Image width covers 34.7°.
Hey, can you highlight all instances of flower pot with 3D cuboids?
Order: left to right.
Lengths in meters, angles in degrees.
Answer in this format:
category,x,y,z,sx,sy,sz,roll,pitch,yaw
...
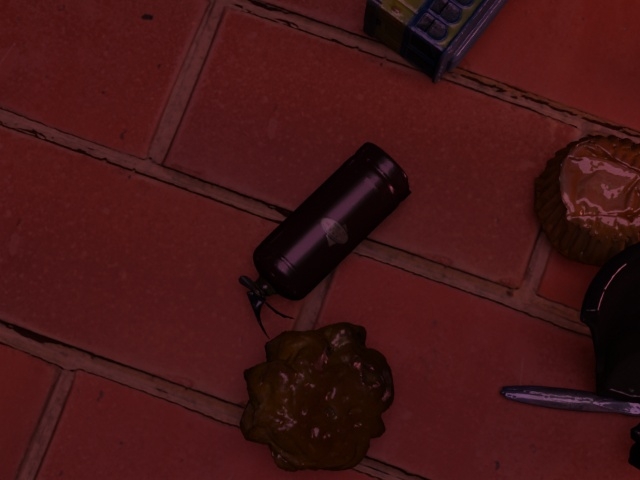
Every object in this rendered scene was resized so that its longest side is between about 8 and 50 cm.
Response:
category,x,y,z,sx,sy,sz,roll,pitch,yaw
flower pot,0.556,0.206,1.518,0.379,0.251,0.379,0,56,1

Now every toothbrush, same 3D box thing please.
category,x,y,z,sx,sy,sz,roll,pitch,yaw
toothbrush,0.495,0.266,1.650,0.413,0.042,0.035,5,80,2

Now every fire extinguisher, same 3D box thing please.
category,x,y,z,sx,sy,sz,roll,pitch,yaw
fire extinguisher,0.000,0.000,1.646,0.337,0.114,0.135,-43,62,-7

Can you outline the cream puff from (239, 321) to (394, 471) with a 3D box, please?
category,x,y,z,sx,sy,sz,roll,pitch,yaw
cream puff,-0.009,0.238,1.565,0.244,0.196,0.244,20,60,-41

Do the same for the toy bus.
category,x,y,z,sx,sy,sz,roll,pitch,yaw
toy bus,0.226,-0.444,1.716,0.190,0.152,0.312,37,82,6

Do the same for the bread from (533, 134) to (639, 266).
category,x,y,z,sx,sy,sz,roll,pitch,yaw
bread,0.469,-0.069,1.653,0.239,0.139,0.240,0,72,1
